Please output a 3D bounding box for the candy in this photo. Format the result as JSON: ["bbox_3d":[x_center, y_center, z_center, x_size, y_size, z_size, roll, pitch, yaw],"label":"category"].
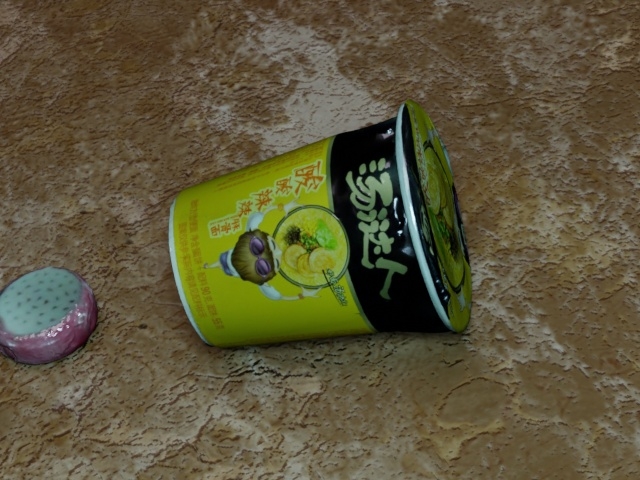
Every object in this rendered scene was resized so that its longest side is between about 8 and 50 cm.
[{"bbox_3d":[-0.259,0.070,1.835,0.103,0.043,0.103,-9,45,9],"label":"candy"}]

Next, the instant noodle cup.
[{"bbox_3d":[0.000,0.000,1.738,0.236,0.215,0.215,-12,43,15],"label":"instant noodle cup"}]
